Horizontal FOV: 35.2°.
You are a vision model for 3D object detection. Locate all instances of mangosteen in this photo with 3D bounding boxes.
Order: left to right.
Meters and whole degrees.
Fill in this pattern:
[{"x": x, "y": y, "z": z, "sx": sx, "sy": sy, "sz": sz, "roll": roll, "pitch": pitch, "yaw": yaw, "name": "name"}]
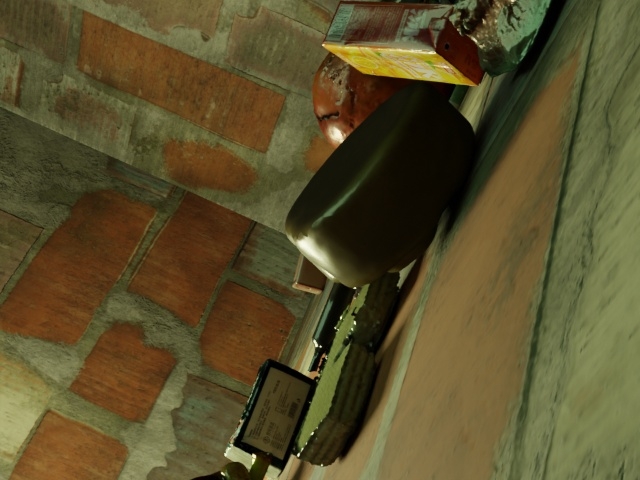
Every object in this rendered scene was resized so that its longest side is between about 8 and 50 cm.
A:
[{"x": -0.129, "y": 0.390, "z": 1.432, "sx": 0.181, "sy": 0.156, "sz": 0.146, "roll": -34, "pitch": -45, "yaw": -30, "name": "mangosteen"}]

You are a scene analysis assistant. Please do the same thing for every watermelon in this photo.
[{"x": 0.183, "y": -0.216, "z": 0.914, "sx": 0.155, "sy": 0.080, "sz": 0.101, "roll": -49, "pitch": 17, "yaw": 22, "name": "watermelon"}]

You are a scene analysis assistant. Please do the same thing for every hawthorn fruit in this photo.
[{"x": 0.112, "y": -0.259, "z": 1.511, "sx": 0.211, "sy": 0.211, "sz": 0.299, "roll": -79, "pitch": 14, "yaw": -86, "name": "hawthorn fruit"}]

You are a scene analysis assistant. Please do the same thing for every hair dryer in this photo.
[{"x": 0.027, "y": 0.073, "z": 1.467, "sx": 0.195, "sy": 0.078, "sz": 0.248, "roll": 155, "pitch": 139, "yaw": -83, "name": "hair dryer"}]

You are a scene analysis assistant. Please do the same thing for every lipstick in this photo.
[{"x": 0.000, "y": 0.000, "z": 1.432, "sx": 0.045, "sy": 0.045, "sz": 0.145, "roll": 120, "pitch": 165, "yaw": -77, "name": "lipstick"}]

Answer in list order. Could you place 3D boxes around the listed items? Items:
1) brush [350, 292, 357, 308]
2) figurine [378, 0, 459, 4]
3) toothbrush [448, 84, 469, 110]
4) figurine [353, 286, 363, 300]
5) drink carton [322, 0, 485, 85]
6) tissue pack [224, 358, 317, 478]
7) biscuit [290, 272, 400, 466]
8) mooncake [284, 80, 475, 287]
[{"x": 0.060, "y": 0.093, "z": 1.474, "sx": 0.272, "sy": 0.013, "sz": 0.103, "roll": -70, "pitch": 4, "yaw": -69, "name": "brush"}, {"x": 0.197, "y": -0.402, "z": 1.627, "sx": 0.265, "sy": 0.193, "sz": 0.140, "roll": -54, "pitch": -4, "yaw": -15, "name": "figurine"}, {"x": 0.225, "y": -0.278, "z": 1.365, "sx": 0.024, "sy": 0.018, "sz": 0.257, "roll": -53, "pitch": -13, "yaw": -81, "name": "toothbrush"}, {"x": 0.073, "y": 0.022, "z": 1.299, "sx": 0.072, "sy": 0.054, "sz": 0.129, "roll": 109, "pitch": -175, "yaw": -49, "name": "figurine"}, {"x": 0.112, "y": -0.257, "z": 1.309, "sx": 0.223, "sy": 0.096, "sz": 0.071, "roll": 17, "pitch": 82, "yaw": 50, "name": "drink carton"}, {"x": -0.083, "y": 0.300, "z": 1.696, "sx": 0.170, "sy": 0.103, "sz": 0.090, "roll": -67, "pitch": 8, "yaw": -28, "name": "tissue pack"}, {"x": 0.027, "y": 0.143, "z": 1.088, "sx": 0.147, "sy": 0.046, "sz": 0.250, "roll": -62, "pitch": 2, "yaw": 40, "name": "biscuit"}, {"x": 0.069, "y": -0.055, "z": 1.062, "sx": 0.235, "sy": 0.117, "sz": 0.235, "roll": -46, "pitch": 9, "yaw": 10, "name": "mooncake"}]
